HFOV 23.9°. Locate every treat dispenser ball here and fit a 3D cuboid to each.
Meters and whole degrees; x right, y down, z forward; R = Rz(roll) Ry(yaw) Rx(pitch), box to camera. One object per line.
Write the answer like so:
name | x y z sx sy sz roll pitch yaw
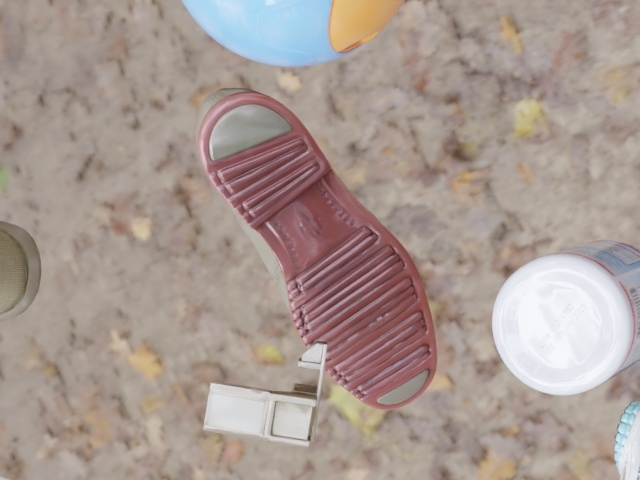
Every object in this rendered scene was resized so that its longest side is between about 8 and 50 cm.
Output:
treat dispenser ball | -0.030 -0.339 1.696 0.288 0.288 0.288 12 112 32

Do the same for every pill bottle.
pill bottle | 0.176 0.045 0.973 0.087 0.160 0.087 2 95 26

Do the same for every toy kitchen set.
toy kitchen set | -0.036 0.100 1.053 0.075 0.083 0.068 9 90 0

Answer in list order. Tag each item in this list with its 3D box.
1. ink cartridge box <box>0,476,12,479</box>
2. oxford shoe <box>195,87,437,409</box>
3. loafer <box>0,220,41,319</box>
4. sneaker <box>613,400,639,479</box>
ink cartridge box | -0.442 0.385 1.444 0.279 0.160 0.385 18 118 10
oxford shoe | 0.000 0.000 1.395 0.123 0.130 0.348 -30 111 -3
loafer | -0.188 0.003 0.612 0.148 0.050 0.056 3 86 12
sneaker | 0.434 0.345 1.925 0.122 0.110 0.283 -2 76 39
